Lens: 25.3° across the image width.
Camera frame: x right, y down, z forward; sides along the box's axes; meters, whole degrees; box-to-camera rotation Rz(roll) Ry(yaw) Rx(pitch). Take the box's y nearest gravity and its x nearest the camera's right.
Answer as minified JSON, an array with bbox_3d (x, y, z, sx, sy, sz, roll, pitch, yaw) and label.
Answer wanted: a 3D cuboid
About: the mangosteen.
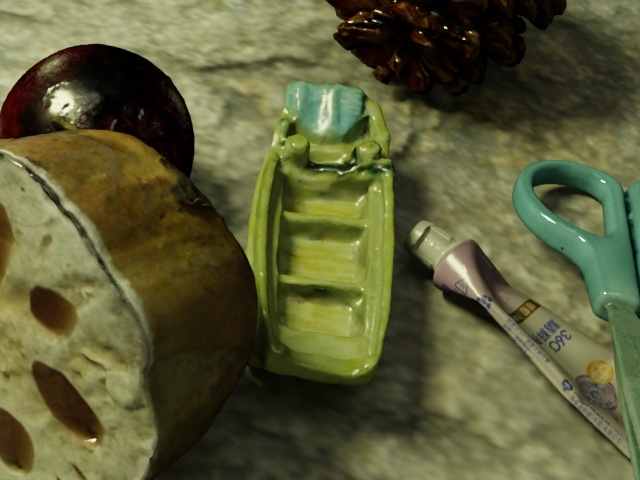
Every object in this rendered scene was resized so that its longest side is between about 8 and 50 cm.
[{"bbox_3d":[-0.173,-0.073,1.079,0.152,0.152,0.152,6,47,-6],"label":"mangosteen"}]

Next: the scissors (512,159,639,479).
[{"bbox_3d":[0.233,0.074,1.028,0.193,0.029,0.447,16,34,-4],"label":"scissors"}]

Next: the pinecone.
[{"bbox_3d":[0.100,-0.225,1.228,0.221,0.221,0.221,6,47,-6],"label":"pinecone"}]

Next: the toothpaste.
[{"bbox_3d":[0.183,0.084,1.063,0.301,0.048,0.075,39,47,20],"label":"toothpaste"}]

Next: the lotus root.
[{"bbox_3d":[-0.169,0.030,0.916,0.272,0.272,0.192,32,39,17],"label":"lotus root"}]

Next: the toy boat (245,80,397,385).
[{"bbox_3d":[-0.001,0.003,1.076,0.111,0.084,0.276,8,50,-8],"label":"toy boat"}]
